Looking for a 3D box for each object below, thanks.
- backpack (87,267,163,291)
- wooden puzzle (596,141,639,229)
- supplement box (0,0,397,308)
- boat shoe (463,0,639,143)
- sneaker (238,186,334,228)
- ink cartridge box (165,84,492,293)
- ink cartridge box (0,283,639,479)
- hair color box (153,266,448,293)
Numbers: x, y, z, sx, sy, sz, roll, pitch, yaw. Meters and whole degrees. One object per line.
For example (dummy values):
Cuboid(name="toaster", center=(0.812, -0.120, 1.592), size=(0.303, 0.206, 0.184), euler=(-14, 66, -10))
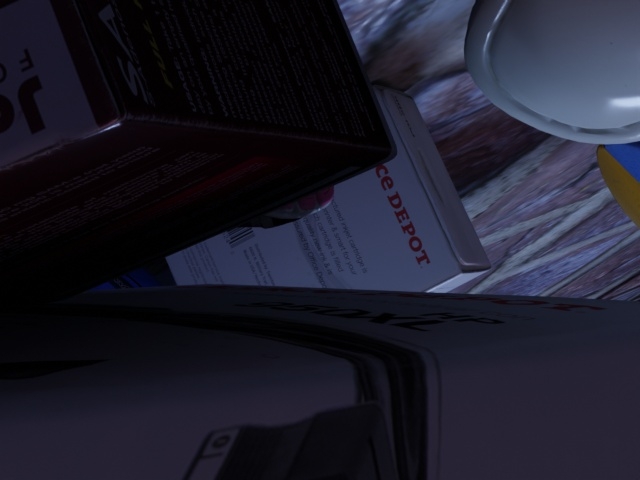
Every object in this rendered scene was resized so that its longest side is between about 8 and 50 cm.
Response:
Cuboid(name="backpack", center=(-0.127, 0.058, 0.871), size=(0.101, 0.098, 0.120), euler=(-58, 161, 14))
Cuboid(name="wooden puzzle", center=(0.252, 0.001, 0.793), size=(0.080, 0.322, 0.348), euler=(-44, 175, -10))
Cuboid(name="supplement box", center=(-0.074, -0.032, 0.450), size=(0.130, 0.073, 0.239), euler=(-23, 176, 14))
Cuboid(name="boat shoe", center=(0.138, -0.145, 0.502), size=(0.319, 0.116, 0.099), euler=(-52, -165, 56))
Cuboid(name="sneaker", center=(-0.067, -0.023, 0.666), size=(0.075, 0.063, 0.170), euler=(-32, 163, 38))
Cuboid(name="ink cartridge box", center=(0.000, 0.000, 0.835), size=(0.135, 0.099, 0.056), euler=(-27, 170, 19))
Cuboid(name="ink cartridge box", center=(-0.096, 0.106, 0.545), size=(0.395, 0.166, 0.285), euler=(-3, -177, -43))
Cuboid(name="hair color box", center=(-0.088, 0.132, 1.043), size=(0.374, 0.113, 0.185), euler=(-29, 128, 26))
